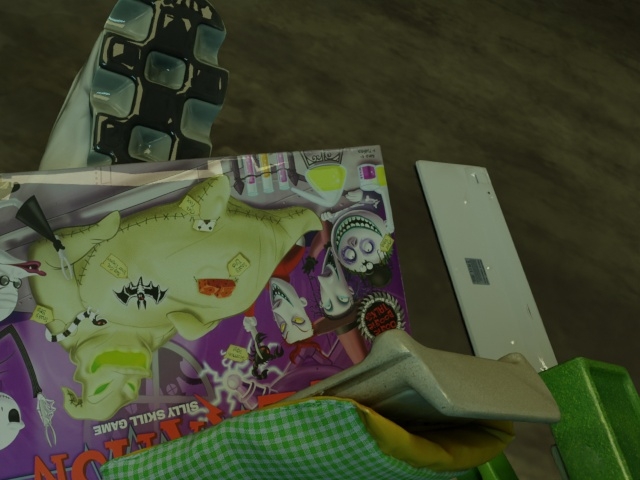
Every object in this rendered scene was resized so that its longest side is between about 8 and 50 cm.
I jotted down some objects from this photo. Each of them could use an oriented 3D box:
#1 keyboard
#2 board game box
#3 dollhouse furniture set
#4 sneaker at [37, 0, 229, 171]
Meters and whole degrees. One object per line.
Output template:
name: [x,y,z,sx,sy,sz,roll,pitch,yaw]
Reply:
keyboard: [0.143,0.028,0.959,0.072,0.014,0.256,0,51,-18]
board game box: [-0.104,0.053,0.702,0.347,0.056,0.208,-7,89,-26]
dollhouse furniture set: [0.062,0.163,0.603,0.301,0.198,0.151,17,50,-55]
sneaker: [-0.153,-0.010,0.795,0.122,0.146,0.330,23,69,-23]
